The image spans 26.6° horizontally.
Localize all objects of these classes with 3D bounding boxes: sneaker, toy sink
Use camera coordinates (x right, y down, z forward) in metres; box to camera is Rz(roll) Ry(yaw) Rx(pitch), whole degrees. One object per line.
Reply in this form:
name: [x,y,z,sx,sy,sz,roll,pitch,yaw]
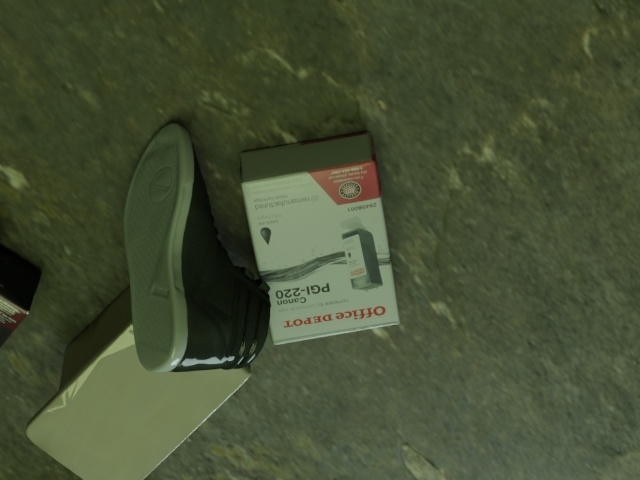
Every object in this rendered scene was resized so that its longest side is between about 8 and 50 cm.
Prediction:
sneaker: [-0.134,0.017,1.527,0.147,0.295,0.104,17,149,-42]
toy sink: [-0.219,0.166,1.623,0.153,0.131,0.234,41,102,-20]

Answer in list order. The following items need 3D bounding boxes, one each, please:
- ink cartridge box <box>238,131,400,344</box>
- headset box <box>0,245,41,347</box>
ink cartridge box: [0.000,0.000,1.579,0.158,0.092,0.218,-10,118,1]
headset box: [-0.484,0.081,1.576,0.218,0.110,0.293,36,109,-18]
